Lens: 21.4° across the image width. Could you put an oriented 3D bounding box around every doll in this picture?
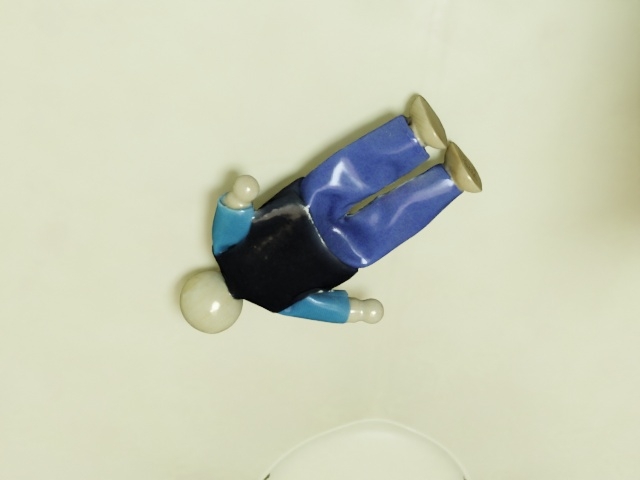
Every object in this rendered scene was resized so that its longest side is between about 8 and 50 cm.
[{"bbox_3d":[0.000,0.000,0.970,0.189,0.046,0.129,-32,121,14],"label":"doll"}]
